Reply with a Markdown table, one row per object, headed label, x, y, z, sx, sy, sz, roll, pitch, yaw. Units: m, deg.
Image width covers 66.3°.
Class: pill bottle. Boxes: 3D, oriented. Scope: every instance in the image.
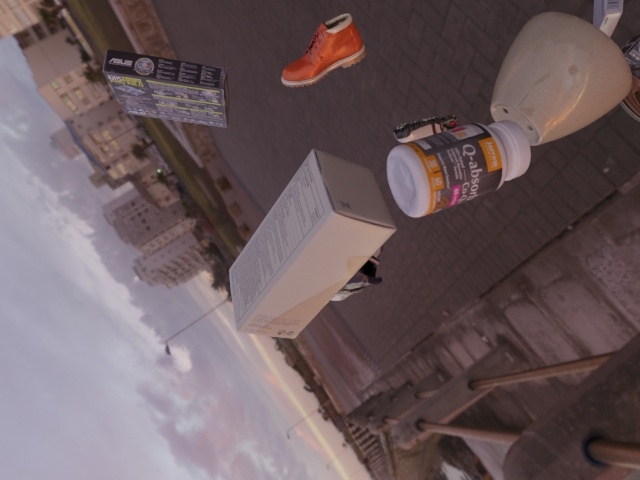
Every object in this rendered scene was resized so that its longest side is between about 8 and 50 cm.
| label | x | y | z | sx | sy | sz | roll | pitch | yaw |
| --- | --- | --- | --- | --- | --- | --- | --- | --- | --- |
| pill bottle | 0.298 | -0.162 | 1.066 | 0.162 | 0.279 | 0.162 | 161 | 90 | -78 |

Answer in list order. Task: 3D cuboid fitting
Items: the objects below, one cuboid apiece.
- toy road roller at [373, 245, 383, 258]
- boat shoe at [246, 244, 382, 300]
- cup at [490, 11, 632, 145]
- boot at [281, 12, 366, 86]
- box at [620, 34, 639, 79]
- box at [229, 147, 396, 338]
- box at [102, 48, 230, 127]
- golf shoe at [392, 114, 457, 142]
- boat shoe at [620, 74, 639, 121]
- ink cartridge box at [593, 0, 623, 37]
| label | x | y | z | sx | sy | sz | roll | pitch | yaw |
| --- | --- | --- | --- | --- | --- | --- | --- | --- | --- |
| toy road roller | 0.000 | 0.000 | 1.448 | 0.330 | 0.240 | 0.202 | 24 | -154 | -40 |
| boat shoe | -0.002 | 0.049 | 1.135 | 0.341 | 0.158 | 0.127 | 19 | -124 | -45 |
| cup | 0.604 | -0.400 | 1.327 | 0.331 | 0.237 | 0.331 | 43 | -179 | -1 |
| boot | -0.005 | -0.327 | 0.843 | 0.059 | 0.158 | 0.084 | 63 | -178 | 39 |
| box | 1.021 | -0.549 | 1.520 | 0.180 | 0.077 | 0.147 | 41 | -156 | 4 |
| box | -0.029 | 0.019 | 0.812 | 0.121 | 0.311 | 0.148 | 14 | -136 | -31 |
| box | -0.363 | -0.365 | 1.205 | 0.216 | 0.270 | 0.060 | 124 | 152 | -76 |
| golf shoe | 0.305 | -0.282 | 1.362 | 0.105 | 0.273 | 0.120 | 0 | 102 | 45 |
| boat shoe | 1.154 | -0.568 | 1.796 | 0.104 | 0.111 | 0.307 | 123 | 138 | -56 |
| ink cartridge box | 0.793 | -0.669 | 1.366 | 0.224 | 0.045 | 0.223 | 28 | -112 | -69 |
